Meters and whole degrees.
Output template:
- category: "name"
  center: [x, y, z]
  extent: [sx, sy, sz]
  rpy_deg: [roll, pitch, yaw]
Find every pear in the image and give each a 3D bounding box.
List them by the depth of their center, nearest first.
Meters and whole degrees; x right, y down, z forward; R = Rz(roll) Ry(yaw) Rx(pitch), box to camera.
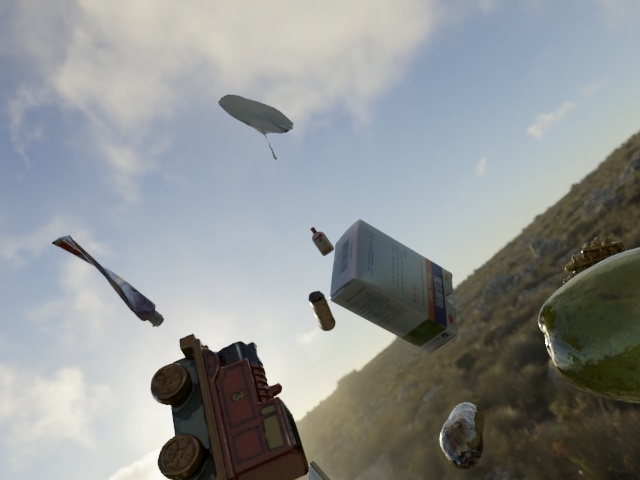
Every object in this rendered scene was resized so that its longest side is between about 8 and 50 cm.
- category: "pear"
  center: [0.527, 0.141, 0.943]
  extent: [0.307, 0.253, 0.253]
  rpy_deg: [-18, -4, 23]

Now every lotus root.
- category: "lotus root"
  center: [0.336, 0.457, 1.345]
  extent: [0.258, 0.097, 0.110]
  rpy_deg: [-12, -62, -71]

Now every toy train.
- category: "toy train"
  center: [-0.162, 0.334, 1.019]
  extent: [0.231, 0.369, 0.163]
  rpy_deg: [-20, -44, -5]

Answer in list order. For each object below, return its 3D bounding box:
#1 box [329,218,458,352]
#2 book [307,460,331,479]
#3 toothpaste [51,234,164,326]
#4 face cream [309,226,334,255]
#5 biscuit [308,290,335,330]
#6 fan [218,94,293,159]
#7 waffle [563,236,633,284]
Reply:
- category: "box"
  center: [0.176, 0.108, 1.350]
  extent: [0.106, 0.299, 0.200]
  rpy_deg: [-47, 23, 37]
- category: "book"
  center: [0.011, 0.521, 1.086]
  extent: [0.012, 0.118, 0.172]
  rpy_deg: [-15, -58, -35]
- category: "toothpaste"
  center: [-0.456, 0.093, 1.253]
  extent: [0.048, 0.301, 0.075]
  rpy_deg: [-48, 32, -14]
- category: "face cream"
  center: [0.000, 0.000, 1.530]
  extent: [0.040, 0.083, 0.021]
  rpy_deg: [-35, 7, 2]
- category: "biscuit"
  center: [0.003, 0.224, 1.809]
  extent: [0.061, 0.055, 0.219]
  rpy_deg: [-9, -36, 9]
- category: "fan"
  center: [-0.127, -0.243, 1.223]
  extent: [0.182, 0.310, 0.010]
  rpy_deg: [11, -59, -23]
- category: "waffle"
  center: [0.803, 0.109, 1.607]
  extent: [0.229, 0.231, 0.051]
  rpy_deg: [-54, 6, -2]
